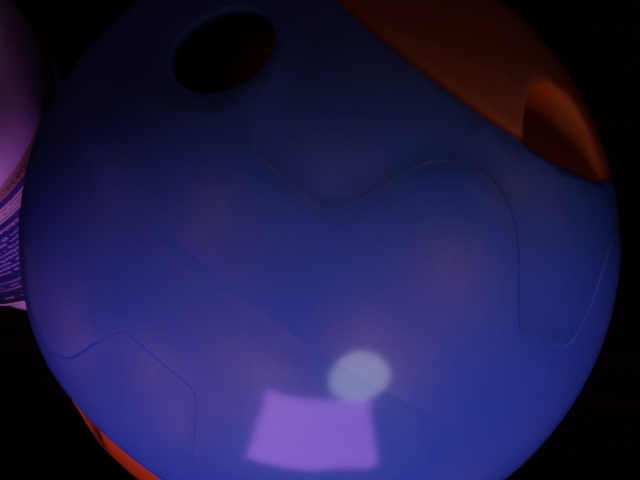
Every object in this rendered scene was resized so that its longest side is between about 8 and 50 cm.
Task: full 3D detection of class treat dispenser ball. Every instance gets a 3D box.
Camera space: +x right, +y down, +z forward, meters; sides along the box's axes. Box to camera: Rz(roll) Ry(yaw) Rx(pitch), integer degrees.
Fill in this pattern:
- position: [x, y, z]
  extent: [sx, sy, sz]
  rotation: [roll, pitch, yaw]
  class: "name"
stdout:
- position: [0.000, 0.000, 0.844]
  extent: [0.288, 0.288, 0.288]
  rotation: [5, 166, 1]
  class: "treat dispenser ball"

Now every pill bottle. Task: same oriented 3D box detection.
- position: [-0.198, -0.047, 1.006]
  extent: [0.153, 0.153, 0.264]
  rotation: [2, 166, 10]
  class: "pill bottle"
